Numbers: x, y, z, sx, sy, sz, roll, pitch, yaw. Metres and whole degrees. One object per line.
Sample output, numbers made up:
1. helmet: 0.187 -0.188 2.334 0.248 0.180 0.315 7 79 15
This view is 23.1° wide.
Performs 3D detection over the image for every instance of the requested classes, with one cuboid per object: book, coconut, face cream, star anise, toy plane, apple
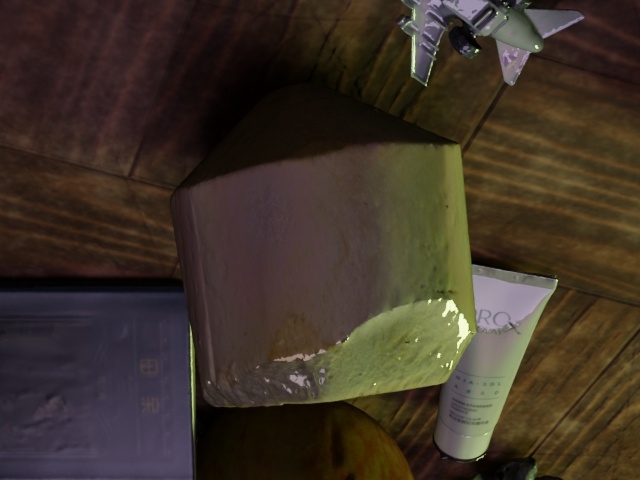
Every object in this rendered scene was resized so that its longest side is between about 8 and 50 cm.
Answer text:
1. book: -0.249 0.132 1.441 0.269 0.025 0.191 1 103 2
2. coconut: 0.000 0.000 1.204 0.239 0.244 0.239 -6 178 0
3. face cream: 0.153 0.112 1.463 0.092 0.058 0.243 8 134 0
4. star anise: 0.189 0.289 1.659 0.181 0.061 0.204 -19 142 5
5. toy plane: 0.103 -0.178 1.112 0.171 0.065 0.162 27 123 -33
6. apple: -0.024 0.274 1.533 0.264 0.264 0.264 1 140 1

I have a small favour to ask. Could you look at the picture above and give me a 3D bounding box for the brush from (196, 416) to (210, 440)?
1. brush: -0.148 0.167 1.564 0.062 0.027 0.266 -20 139 24
